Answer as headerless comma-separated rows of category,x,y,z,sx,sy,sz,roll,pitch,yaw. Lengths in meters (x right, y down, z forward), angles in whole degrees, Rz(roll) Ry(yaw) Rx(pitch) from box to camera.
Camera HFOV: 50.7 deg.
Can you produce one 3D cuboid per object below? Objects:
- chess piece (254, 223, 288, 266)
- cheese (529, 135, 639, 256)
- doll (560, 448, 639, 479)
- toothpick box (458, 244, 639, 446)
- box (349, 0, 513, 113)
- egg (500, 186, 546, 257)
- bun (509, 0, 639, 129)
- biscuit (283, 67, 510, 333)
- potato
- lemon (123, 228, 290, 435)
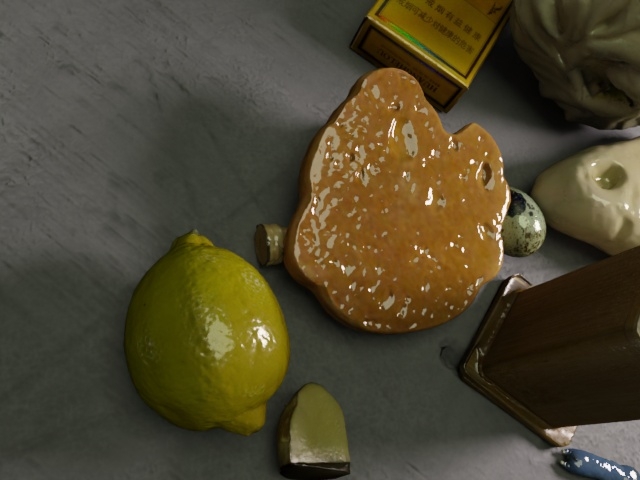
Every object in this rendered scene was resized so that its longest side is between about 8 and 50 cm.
chess piece,0.000,-0.001,0.920,0.172,0.060,0.060,-5,72,-22
cheese,0.522,-0.009,1.044,0.351,0.129,0.328,-18,76,-23
doll,0.390,0.319,0.940,0.125,0.027,0.037,20,65,-6
toothpick box,0.353,0.126,0.845,0.190,0.308,0.187,38,64,-3
box,0.207,-0.380,1.108,0.193,0.084,0.301,35,64,-4
egg,0.287,-0.028,1.002,0.085,0.085,0.110,-9,77,-20
bun,0.455,-0.301,1.028,0.360,0.360,0.211,32,79,-4
biscuit,0.112,-0.046,0.909,0.312,0.057,0.351,13,81,-19
potato,-0.016,0.232,0.822,0.096,0.066,0.103,24,53,-34
lemon,-0.132,0.105,0.767,0.184,0.184,0.248,-14,70,-22
